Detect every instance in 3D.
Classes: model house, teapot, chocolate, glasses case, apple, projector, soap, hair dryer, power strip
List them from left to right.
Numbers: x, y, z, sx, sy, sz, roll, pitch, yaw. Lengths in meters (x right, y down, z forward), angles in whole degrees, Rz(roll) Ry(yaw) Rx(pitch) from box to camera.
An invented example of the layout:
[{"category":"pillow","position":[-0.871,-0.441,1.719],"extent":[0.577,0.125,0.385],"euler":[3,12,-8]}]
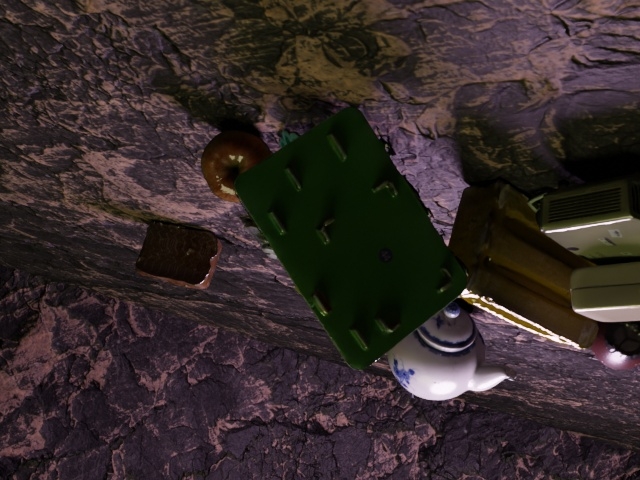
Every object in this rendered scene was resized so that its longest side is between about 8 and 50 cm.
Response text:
[{"category":"chocolate","position":[-0.355,0.042,2.008],"extent":[0.214,0.148,0.093],"euler":[13,168,15]},{"category":"apple","position":[-0.140,-0.129,1.334],"extent":[0.126,0.126,0.102],"euler":[18,-164,-7]},{"category":"power strip","position":[-0.068,0.027,1.840],"extent":[0.213,0.065,0.198],"euler":[9,164,18]},{"category":"model house","position":[0.000,0.000,1.256],"extent":[0.358,0.242,0.313],"euler":[55,160,-6]},{"category":"teapot","position":[0.300,0.259,1.993],"extent":[0.424,0.252,0.280],"euler":[33,135,23]},{"category":"soap","position":[0.353,0.048,1.321],"extent":[0.315,0.199,0.091],"euler":[25,166,-31]},{"category":"teapot","position":[0.374,-0.047,1.243],"extent":[0.088,0.066,0.057],"euler":[38,142,2]},{"category":"hair dryer","position":[0.558,0.182,1.769],"extent":[0.340,0.123,0.312],"euler":[24,175,10]},{"category":"projector","position":[0.469,-0.021,1.151],"extent":[0.269,0.088,0.193],"euler":[22,158,-39]},{"category":"glasses case","position":[0.540,0.071,1.158],"extent":[0.312,0.070,0.131],"euler":[-9,161,40]}]
